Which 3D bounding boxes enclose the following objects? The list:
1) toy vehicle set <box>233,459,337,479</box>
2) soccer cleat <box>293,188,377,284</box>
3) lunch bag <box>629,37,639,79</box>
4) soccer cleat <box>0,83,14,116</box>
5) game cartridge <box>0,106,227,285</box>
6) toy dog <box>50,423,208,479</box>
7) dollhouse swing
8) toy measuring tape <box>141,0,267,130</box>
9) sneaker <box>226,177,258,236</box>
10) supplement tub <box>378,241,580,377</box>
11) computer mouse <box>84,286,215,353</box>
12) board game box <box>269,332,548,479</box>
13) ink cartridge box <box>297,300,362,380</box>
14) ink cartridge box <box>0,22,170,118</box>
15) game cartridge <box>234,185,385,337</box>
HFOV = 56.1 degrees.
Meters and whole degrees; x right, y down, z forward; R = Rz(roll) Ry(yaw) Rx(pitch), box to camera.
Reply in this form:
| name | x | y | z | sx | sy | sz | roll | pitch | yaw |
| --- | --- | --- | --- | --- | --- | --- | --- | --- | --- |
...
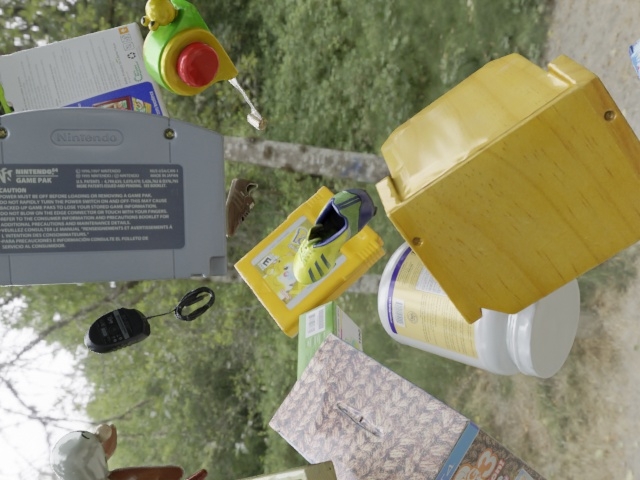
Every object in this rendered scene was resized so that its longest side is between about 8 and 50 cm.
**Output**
| name | x | y | z | sx | sy | sz | roll | pitch | yaw |
| --- | --- | --- | --- | --- | --- | --- | --- | --- | --- |
| toy vehicle set | -0.058 | 0.331 | 0.619 | 0.267 | 0.035 | 0.165 | -34 | 66 | 45 |
| soccer cleat | 0.000 | -0.001 | 1.197 | 0.121 | 0.093 | 0.289 | -18 | -23 | -41 |
| lunch bag | 0.719 | -0.319 | 1.190 | 0.090 | 0.176 | 0.218 | 126 | 153 | -47 |
| soccer cleat | -0.464 | -0.183 | 0.824 | 0.060 | 0.072 | 0.178 | -150 | 45 | -64 |
| game cartridge | -0.257 | -0.051 | 0.686 | 0.062 | 0.298 | 0.197 | -168 | 77 | -78 |
| toy dog | -0.281 | 0.395 | 0.986 | 0.161 | 0.220 | 0.333 | -50 | -24 | -31 |
| dollhouse swing | 0.303 | -0.107 | 1.013 | 0.315 | 0.347 | 0.305 | 53 | -166 | -9 |
| toy measuring tape | -0.197 | -0.261 | 0.995 | 0.330 | 0.122 | 0.121 | 54 | -138 | -58 |
| sneaker | -0.218 | -0.094 | 1.647 | 0.066 | 0.071 | 0.188 | 86 | -172 | -60 |
| supplement tub | 0.309 | 0.127 | 1.195 | 0.241 | 0.331 | 0.240 | -11 | -74 | -44 |
| computer mouse | -0.305 | 0.144 | 1.094 | 0.071 | 0.242 | 0.041 | 59 | 153 | 27 |
| board game box | 0.123 | 0.277 | 0.772 | 0.291 | 0.232 | 0.141 | 42 | -102 | -41 |
| ink cartridge box | 0.059 | 0.290 | 1.371 | 0.255 | 0.097 | 0.188 | 47 | -153 | -34 |
| ink cartridge box | -0.443 | -0.236 | 1.101 | 0.072 | 0.307 | 0.303 | 92 | 158 | -68 |
| game cartridge | -0.031 | 0.042 | 1.508 | 0.324 | 0.285 | 0.052 | -43 | -41 | -1 |
